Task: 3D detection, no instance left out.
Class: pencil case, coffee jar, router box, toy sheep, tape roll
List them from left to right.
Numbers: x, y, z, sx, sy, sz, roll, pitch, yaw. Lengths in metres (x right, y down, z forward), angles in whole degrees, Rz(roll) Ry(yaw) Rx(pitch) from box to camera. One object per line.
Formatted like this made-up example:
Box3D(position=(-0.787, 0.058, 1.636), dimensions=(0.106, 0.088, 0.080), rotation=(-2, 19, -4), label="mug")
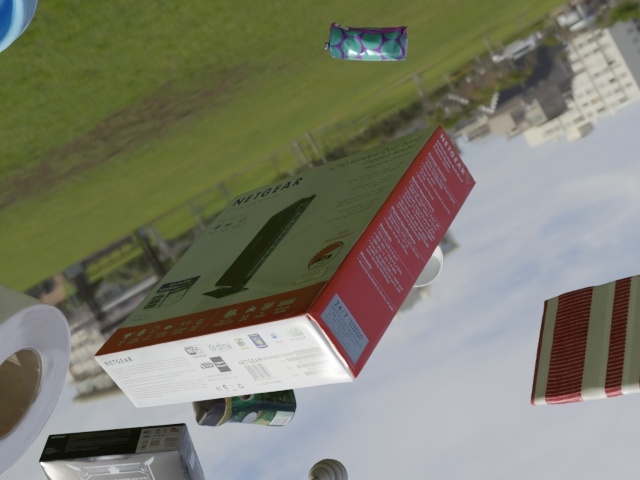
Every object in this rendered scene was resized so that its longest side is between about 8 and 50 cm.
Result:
Box3D(position=(-0.484, 0.207, 1.352), dimensions=(0.286, 0.100, 0.286), rotation=(20, 90, -75), label="tape roll")
Box3D(position=(-0.409, 0.513, 2.004), dimensions=(0.308, 0.243, 0.081), rotation=(-6, -146, 8), label="router box")
Box3D(position=(-0.140, 0.280, 1.658), dimensions=(0.184, 0.096, 0.079), rotation=(8, 137, -34), label="coffee jar")
Box3D(position=(-0.039, 0.032, 0.998), dimensions=(0.335, 0.082, 0.301), rotation=(-16, -152, 43), label="router box")
Box3D(position=(0.017, 0.513, 2.018), dimensions=(0.091, 0.091, 0.132), rotation=(-28, 161, 18), label="toy sheep")
Box3D(position=(0.088, -0.372, 1.755), dimensions=(0.151, 0.070, 0.064), rotation=(5, -133, 11), label="pencil case")

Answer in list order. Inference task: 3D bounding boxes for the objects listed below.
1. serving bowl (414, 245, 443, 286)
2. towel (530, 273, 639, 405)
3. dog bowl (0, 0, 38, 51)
Box3D(position=(0.140, 0.024, 1.371), dimensions=(0.083, 0.083, 0.027), rotation=(-28, -174, 22), label="serving bowl")
Box3D(position=(0.533, 0.178, 1.703), dimensions=(0.329, 0.037, 0.237), rotation=(-21, -137, 47), label="towel")
Box3D(position=(-0.450, -0.323, 1.048), dimensions=(0.166, 0.297, 0.074), rotation=(-39, -146, 7), label="dog bowl")
